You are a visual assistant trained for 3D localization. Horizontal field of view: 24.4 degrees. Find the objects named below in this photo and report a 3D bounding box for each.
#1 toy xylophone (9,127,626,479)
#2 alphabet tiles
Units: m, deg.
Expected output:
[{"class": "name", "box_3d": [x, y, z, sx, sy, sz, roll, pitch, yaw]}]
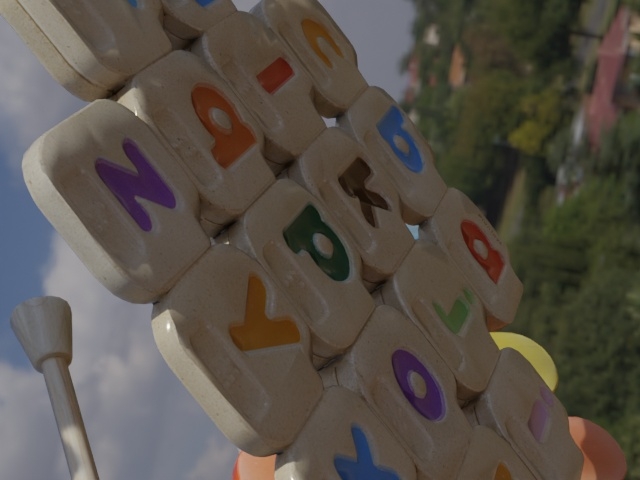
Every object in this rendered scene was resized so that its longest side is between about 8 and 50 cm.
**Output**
[{"class": "toy xylophone", "box_3d": [0.005, 0.081, 0.647, 0.322, 0.236, 0.081, 59, 141, 35]}, {"class": "alphabet tiles", "box_3d": [0.000, 0.000, 0.535, 0.021, 0.284, 0.278, -35, 8, 24]}]
